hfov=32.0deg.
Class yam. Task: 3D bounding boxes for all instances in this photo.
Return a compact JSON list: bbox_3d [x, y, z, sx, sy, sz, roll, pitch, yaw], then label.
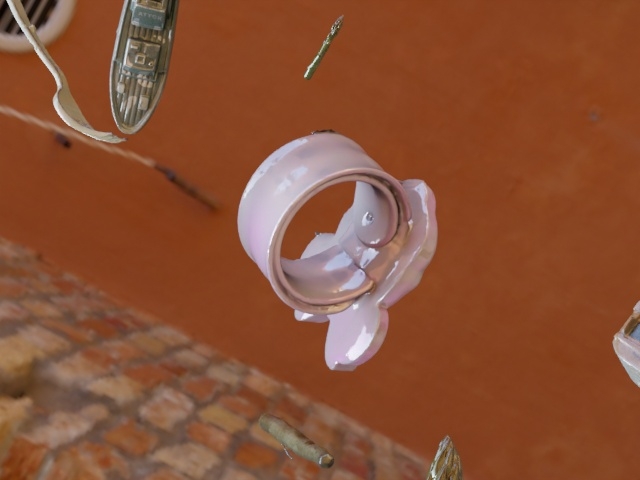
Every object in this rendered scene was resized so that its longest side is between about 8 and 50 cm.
[{"bbox_3d":[-0.030,0.235,1.298,0.029,0.027,0.234,-36,13,-14],"label":"yam"}]

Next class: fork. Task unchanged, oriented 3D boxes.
[{"bbox_3d":[-0.231,-0.153,0.911,0.028,0.219,0.034,-45,-19,16],"label":"fork"}]

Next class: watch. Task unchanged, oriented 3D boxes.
[{"bbox_3d":[0.000,0.000,1.332,0.248,0.217,0.211,-56,37,13],"label":"watch"}]

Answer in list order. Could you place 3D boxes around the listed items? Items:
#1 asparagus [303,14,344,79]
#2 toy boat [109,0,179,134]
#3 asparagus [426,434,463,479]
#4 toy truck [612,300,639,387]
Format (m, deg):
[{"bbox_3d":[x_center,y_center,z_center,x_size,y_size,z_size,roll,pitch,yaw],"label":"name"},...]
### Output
[{"bbox_3d":[0.005,-0.275,1.598,0.114,0.014,0.015,-54,35,38],"label":"asparagus"},{"bbox_3d":[-0.235,-0.265,1.492,0.085,0.078,0.261,-102,26,-69],"label":"toy boat"},{"bbox_3d":[0.199,0.471,1.876,0.080,0.080,0.287,154,125,-78],"label":"asparagus"},{"bbox_3d":[0.447,0.169,1.267,0.140,0.108,0.256,-47,48,-5],"label":"toy truck"}]
